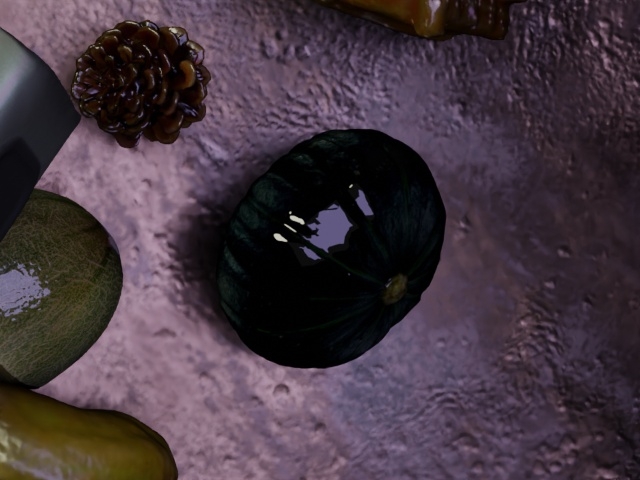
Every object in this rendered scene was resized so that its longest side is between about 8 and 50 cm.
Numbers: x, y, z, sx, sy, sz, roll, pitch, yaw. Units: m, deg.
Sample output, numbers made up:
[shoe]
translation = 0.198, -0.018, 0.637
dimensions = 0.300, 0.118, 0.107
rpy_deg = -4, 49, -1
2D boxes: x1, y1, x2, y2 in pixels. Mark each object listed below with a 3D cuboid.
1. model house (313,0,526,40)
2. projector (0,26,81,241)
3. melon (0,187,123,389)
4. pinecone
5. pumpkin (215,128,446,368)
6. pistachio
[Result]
[model house]
translation = 0.052, -0.254, 1.456
dimensions = 0.220, 0.229, 0.199
rpy_deg = 6, 96, -18
[projector]
translation = -0.337, -0.061, 1.308
dimensions = 0.249, 0.248, 0.249
rpy_deg = 32, 82, 6
[melon]
translation = -0.213, 0.027, 1.449
dimensions = 0.128, 0.079, 0.160
rpy_deg = -29, 98, 0
[pinecone]
translation = -0.141, -0.117, 1.465
dimensions = 0.109, 0.102, 0.102
rpy_deg = -6, 94, -51
[pumpkin]
translation = 0.008, 0.008, 1.477
dimensions = 0.150, 0.194, 0.194
rpy_deg = 20, 85, 12
[pistachio]
translation = -0.198, 0.167, 1.445
dimensions = 0.189, 0.110, 0.100
rpy_deg = 21, 98, -19
